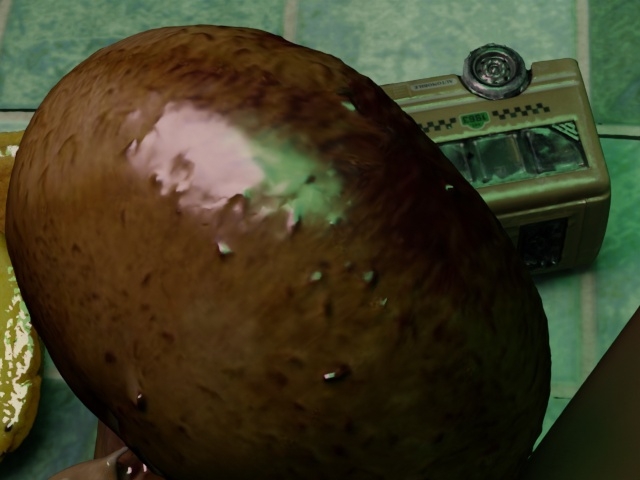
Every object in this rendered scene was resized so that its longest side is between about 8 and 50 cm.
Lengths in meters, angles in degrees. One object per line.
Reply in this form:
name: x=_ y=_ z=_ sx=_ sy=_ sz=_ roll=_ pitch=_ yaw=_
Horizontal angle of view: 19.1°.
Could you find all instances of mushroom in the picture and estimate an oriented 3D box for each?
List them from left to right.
mushroom: x=0.007 y=0.019 z=1.118 sx=0.356 sy=0.334 sz=0.331 roll=-23 pitch=74 yaw=-36

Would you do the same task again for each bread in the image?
bread: x=-0.268 y=0.091 z=1.402 sx=0.149 sy=0.065 sz=0.188 roll=-18 pitch=67 yaw=9

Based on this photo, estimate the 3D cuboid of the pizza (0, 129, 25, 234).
pizza: x=-0.238 y=-0.032 z=1.464 sx=0.246 sy=0.127 sz=0.058 roll=-20 pitch=32 yaw=-2

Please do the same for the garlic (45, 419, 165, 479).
garlic: x=-0.089 y=0.159 z=1.284 sx=0.160 sy=0.191 sz=0.214 roll=39 pitch=49 yaw=0

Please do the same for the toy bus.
toy bus: x=0.065 y=-0.036 z=1.430 sx=0.289 sy=0.139 sz=0.157 roll=-9 pitch=57 yaw=-7

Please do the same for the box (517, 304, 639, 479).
box: x=0.296 y=0.204 z=1.174 sx=0.339 sy=0.239 sz=0.229 roll=25 pitch=56 yaw=20
